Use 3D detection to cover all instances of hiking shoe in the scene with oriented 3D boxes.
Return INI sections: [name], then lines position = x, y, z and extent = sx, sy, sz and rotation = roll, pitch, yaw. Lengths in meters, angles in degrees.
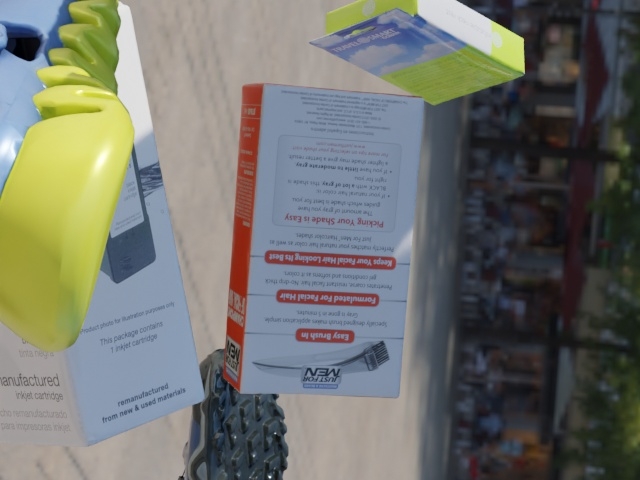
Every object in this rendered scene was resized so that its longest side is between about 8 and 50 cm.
[hiking shoe]
position = -0.109, 0.252, 1.263
extent = 0.113, 0.132, 0.304
rotation = 14, 72, -52

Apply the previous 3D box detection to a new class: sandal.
[sandal]
position = -0.164, -0.065, 0.612
extent = 0.317, 0.138, 0.126
rotation = -124, -130, -69

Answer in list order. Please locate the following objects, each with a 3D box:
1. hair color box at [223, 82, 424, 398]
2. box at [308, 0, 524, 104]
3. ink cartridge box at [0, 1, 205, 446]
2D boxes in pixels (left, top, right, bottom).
[hair color box]
position = 0.000, 0.000, 0.757
extent = 0.053, 0.093, 0.167
rotation = -162, -104, -73
[box]
position = 0.088, -0.178, 1.226
extent = 0.178, 0.109, 0.042
rotation = 19, 65, -43
[ink cartridge box]
position = -0.205, -0.008, 0.928
extent = 0.115, 0.198, 0.273
rotation = -17, 98, -48
